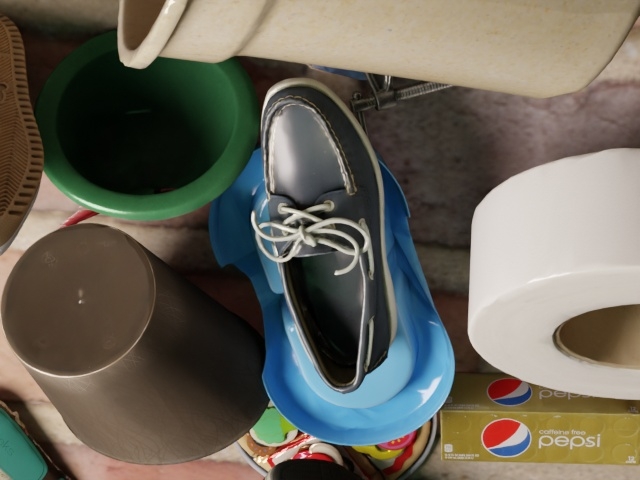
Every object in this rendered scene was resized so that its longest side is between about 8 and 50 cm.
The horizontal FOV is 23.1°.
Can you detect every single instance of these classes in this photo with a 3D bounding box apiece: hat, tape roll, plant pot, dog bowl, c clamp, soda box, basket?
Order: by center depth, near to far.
[{"bbox_3d":[0.057,-0.240,1.051,0.305,0.334,0.334,14,124,-16],"label":"plant pot"},{"bbox_3d":[0.092,-0.142,1.230,0.160,0.022,0.137,-21,113,-7],"label":"c clamp"},{"bbox_3d":[0.258,0.035,1.232,0.286,0.100,0.286,3,155,2],"label":"tape roll"},{"bbox_3d":[-0.161,0.085,1.295,0.204,0.154,0.227,-2,158,11],"label":"basket"},{"bbox_3d":[-0.146,-0.064,1.321,0.208,0.173,0.183,10,158,7],"label":"hat"},{"bbox_3d":[0.013,0.034,1.335,0.166,0.074,0.297,-15,114,9],"label":"dog bowl"},{"bbox_3d":[0.200,0.162,1.423,0.181,0.058,0.061,0,123,6],"label":"soda box"}]

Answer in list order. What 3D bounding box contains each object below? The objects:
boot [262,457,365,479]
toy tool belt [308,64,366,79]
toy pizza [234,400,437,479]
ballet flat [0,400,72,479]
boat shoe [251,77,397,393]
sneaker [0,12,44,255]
[{"bbox_3d":[-0.010,0.295,1.486,0.178,0.085,0.236,-37,138,29],"label":"boot"},{"bbox_3d":[0.027,-0.148,1.245,0.083,0.051,0.052,11,124,-1],"label":"toy tool belt"},{"bbox_3d":[0.009,0.172,1.467,0.201,0.032,0.201,3,123,5],"label":"toy pizza"},{"bbox_3d":[-0.296,0.244,1.532,0.077,0.091,0.241,0,124,43],"label":"ballet flat"},{"bbox_3d":[0.000,0.000,1.230,0.095,0.079,0.255,-1,116,17],"label":"boat shoe"},{"bbox_3d":[-0.275,-0.043,1.221,0.099,0.282,0.153,6,131,-15],"label":"sneaker"}]
